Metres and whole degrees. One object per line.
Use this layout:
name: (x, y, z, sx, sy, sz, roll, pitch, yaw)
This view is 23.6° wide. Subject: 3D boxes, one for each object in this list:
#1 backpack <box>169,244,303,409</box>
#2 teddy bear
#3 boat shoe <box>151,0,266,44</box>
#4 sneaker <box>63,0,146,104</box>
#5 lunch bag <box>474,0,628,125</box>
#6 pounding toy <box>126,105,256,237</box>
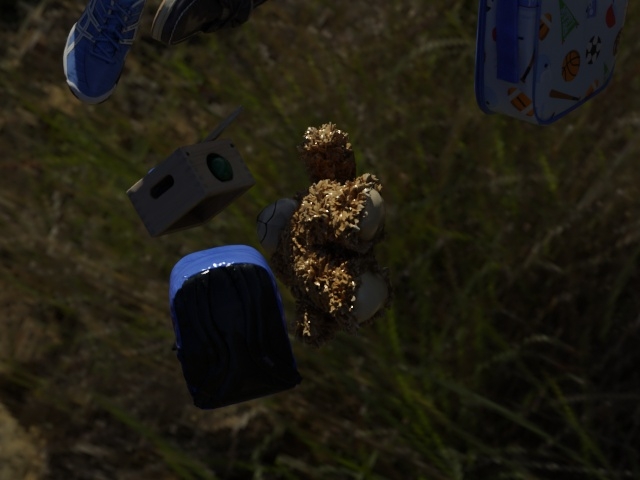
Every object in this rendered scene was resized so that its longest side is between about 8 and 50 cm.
backpack: (-0.080, 0.064, 1.270, 0.098, 0.120, 0.101, -16, 22, -7)
teddy bear: (0.000, 0.000, 1.735, 0.338, 0.113, 0.245, -119, 26, -63)
boat shoe: (-0.135, -0.348, 2.184, 0.285, 0.092, 0.103, -45, -13, -49)
sneaker: (-0.263, -0.271, 1.890, 0.081, 0.080, 0.211, 154, 130, -72)
lunch bag: (0.275, -0.301, 1.842, 0.115, 0.243, 0.303, 19, 123, 35)
pounding toy: (-0.157, -0.089, 1.966, 0.141, 0.130, 0.100, -37, 79, 32)
